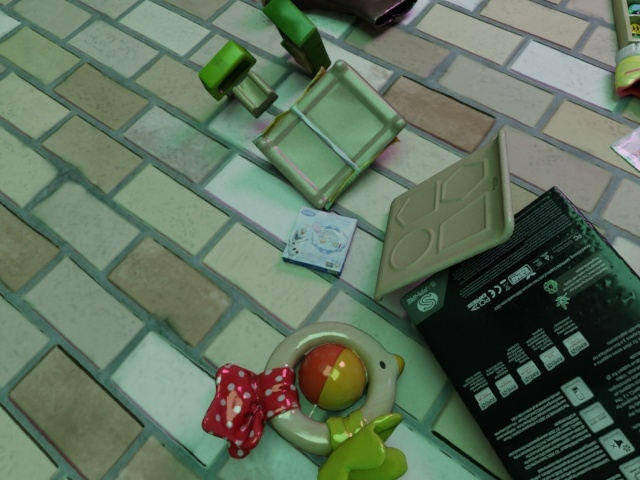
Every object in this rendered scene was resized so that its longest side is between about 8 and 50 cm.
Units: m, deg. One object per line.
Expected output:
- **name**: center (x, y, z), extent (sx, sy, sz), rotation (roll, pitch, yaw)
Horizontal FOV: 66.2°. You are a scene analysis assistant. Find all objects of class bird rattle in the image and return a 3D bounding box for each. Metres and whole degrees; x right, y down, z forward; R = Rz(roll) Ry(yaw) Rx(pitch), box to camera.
- **bird rattle**: center (-0.007, 0.194, 0.599), extent (0.253, 0.143, 0.207), rotation (17, 53, 27)

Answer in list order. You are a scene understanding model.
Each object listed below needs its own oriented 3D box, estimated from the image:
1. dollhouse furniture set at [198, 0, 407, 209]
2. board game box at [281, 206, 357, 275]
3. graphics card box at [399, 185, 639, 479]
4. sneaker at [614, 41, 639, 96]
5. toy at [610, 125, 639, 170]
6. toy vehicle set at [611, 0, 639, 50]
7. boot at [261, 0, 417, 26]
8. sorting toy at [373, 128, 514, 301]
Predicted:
- **dollhouse furniture set**: center (-0.021, -0.213, 0.819), extent (0.197, 0.151, 0.301), rotation (-44, 84, 5)
- **board game box**: center (0.000, 0.000, 0.729), extent (0.090, 0.020, 0.090), rotation (14, 65, 12)
- **graphics card box**: center (0.280, 0.154, 0.531), extent (0.233, 0.094, 0.371), rotation (-41, 63, 20)
- **sneaker**: center (0.575, -0.244, 0.782), extent (0.208, 0.081, 0.094), rotation (18, 71, 21)
- **toy**: center (0.576, -0.109, 0.717), extent (0.136, 0.056, 0.237), rotation (-30, 64, -11)
- **toy vehicle set**: center (0.669, -0.390, 0.867), extent (0.266, 0.035, 0.166), rotation (6, 63, 8)
- **boot**: center (0.035, -0.466, 0.929), extent (0.248, 0.090, 0.207), rotation (-33, 63, -16)
- **sorting toy**: center (0.157, -0.027, 0.626), extent (0.038, 0.208, 0.193), rotation (38, 42, -19)
